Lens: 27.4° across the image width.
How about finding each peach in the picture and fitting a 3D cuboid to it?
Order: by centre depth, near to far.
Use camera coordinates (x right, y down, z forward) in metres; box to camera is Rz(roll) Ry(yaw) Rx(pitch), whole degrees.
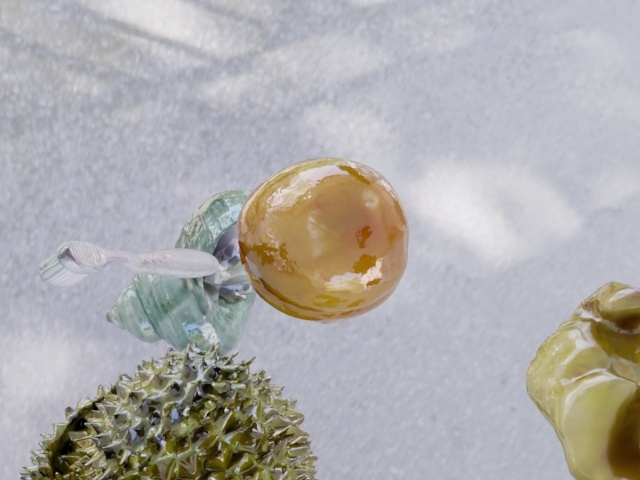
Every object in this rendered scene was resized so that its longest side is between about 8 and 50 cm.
[{"bbox_3d":[0.000,0.000,1.021,0.138,0.138,0.138,8,58,-13],"label":"peach"}]

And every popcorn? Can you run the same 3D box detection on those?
[{"bbox_3d":[0.269,0.147,0.750,0.332,0.265,0.225,37,84,14],"label":"popcorn"}]

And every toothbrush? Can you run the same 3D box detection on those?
[{"bbox_3d":[-0.133,0.019,0.984,0.029,0.307,0.025,-34,81,11],"label":"toothbrush"}]

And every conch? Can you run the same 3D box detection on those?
[{"bbox_3d":[-0.152,0.054,1.729,0.277,0.220,0.195,-22,74,4],"label":"conch"}]

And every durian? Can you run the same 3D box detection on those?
[{"bbox_3d":[-0.152,0.227,1.301,0.293,0.258,0.258,-26,68,3],"label":"durian"}]
